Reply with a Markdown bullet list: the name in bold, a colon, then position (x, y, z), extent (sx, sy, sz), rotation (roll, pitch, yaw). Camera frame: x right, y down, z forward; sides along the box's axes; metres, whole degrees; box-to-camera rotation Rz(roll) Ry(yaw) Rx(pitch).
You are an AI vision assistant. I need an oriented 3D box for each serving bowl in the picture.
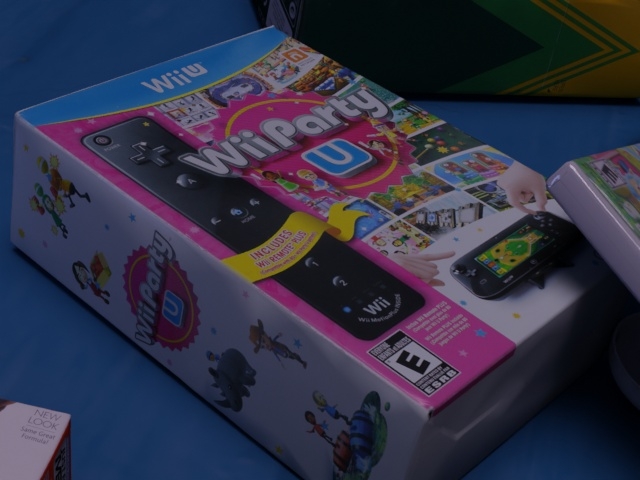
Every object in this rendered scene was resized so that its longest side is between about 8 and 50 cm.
- **serving bowl**: position (0.204, 0.080, 0.704), extent (0.083, 0.027, 0.083), rotation (12, 41, -10)

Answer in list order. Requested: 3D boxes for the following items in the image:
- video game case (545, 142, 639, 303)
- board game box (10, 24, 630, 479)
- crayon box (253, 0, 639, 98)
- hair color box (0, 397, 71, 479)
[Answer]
- **video game case**: position (0.231, 0.032, 0.670), extent (0.212, 0.023, 0.193), rotation (52, 30, 14)
- **board game box**: position (0.000, 0.000, 0.709), extent (0.303, 0.097, 0.224), rotation (33, 40, 28)
- **crayon box**: position (0.093, -0.260, 1.077), extent (0.313, 0.106, 0.363), rotation (1, 37, -15)
- **hair color box**: position (-0.177, 0.137, 0.513), extent (0.093, 0.053, 0.167), rotation (12, 35, 3)
